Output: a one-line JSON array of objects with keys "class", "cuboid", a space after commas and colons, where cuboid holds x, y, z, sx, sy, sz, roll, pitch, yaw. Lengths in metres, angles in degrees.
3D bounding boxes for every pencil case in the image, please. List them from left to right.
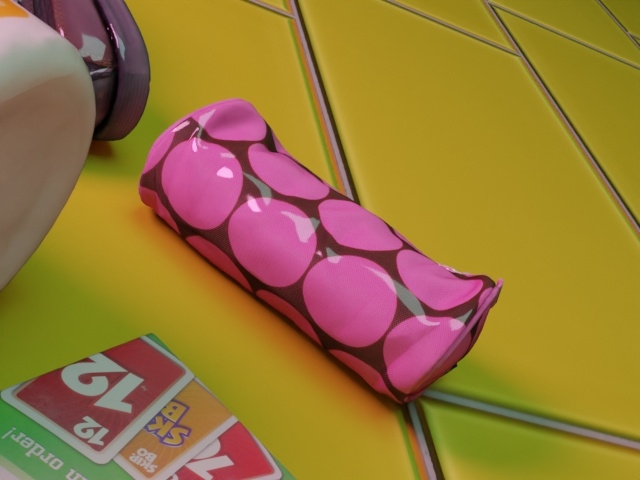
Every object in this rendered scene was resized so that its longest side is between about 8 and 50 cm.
[{"class": "pencil case", "cuboid": [0.000, 0.000, 0.562, 0.209, 0.095, 0.098, 38, 62, 12]}]

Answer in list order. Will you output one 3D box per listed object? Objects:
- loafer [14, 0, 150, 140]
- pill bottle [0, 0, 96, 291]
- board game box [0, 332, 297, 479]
[{"class": "loafer", "cuboid": [-0.213, -0.181, 0.637, 0.095, 0.109, 0.302, -7, 49, -41]}, {"class": "pill bottle", "cuboid": [-0.246, -0.084, 0.402, 0.278, 0.162, 0.162, 34, 30, 9]}, {"class": "board game box", "cuboid": [-0.116, 0.116, 0.343, 0.124, 0.039, 0.259, 42, 34, 20]}]
